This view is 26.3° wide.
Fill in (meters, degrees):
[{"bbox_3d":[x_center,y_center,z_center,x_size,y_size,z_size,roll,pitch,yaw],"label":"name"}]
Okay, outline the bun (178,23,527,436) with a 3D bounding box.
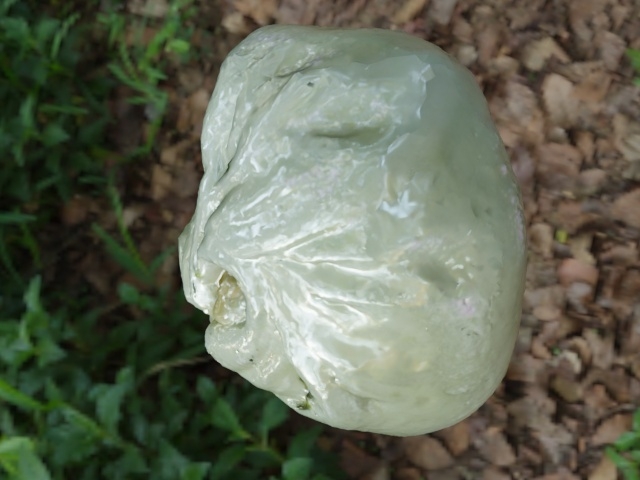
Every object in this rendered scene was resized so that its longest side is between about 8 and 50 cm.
[{"bbox_3d":[0.000,0.000,0.704,0.231,0.133,0.231,34,136,42],"label":"bun"}]
